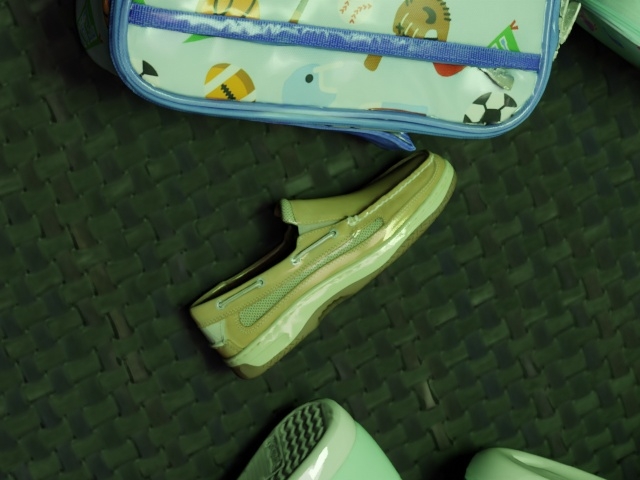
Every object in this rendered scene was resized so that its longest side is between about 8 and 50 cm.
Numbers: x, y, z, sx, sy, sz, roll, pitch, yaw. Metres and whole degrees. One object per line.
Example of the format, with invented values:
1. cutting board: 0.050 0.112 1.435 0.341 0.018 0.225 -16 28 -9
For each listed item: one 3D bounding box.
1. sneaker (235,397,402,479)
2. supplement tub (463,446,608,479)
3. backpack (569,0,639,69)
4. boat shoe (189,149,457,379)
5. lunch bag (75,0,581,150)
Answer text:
1. sneaker: -0.029 0.241 1.255 0.256 0.094 0.151 -48 117 -7
2. supplement tub: 0.136 0.249 1.300 0.144 0.144 0.199 18 93 -26
3. backpack: 0.244 -0.165 1.241 0.166 0.188 0.144 30 87 -26
4. boat shoe: 0.000 0.000 1.238 0.190 0.068 0.072 -43 102 -10
5. lunch bag: 0.013 -0.175 1.183 0.303 0.115 0.243 5 100 -23
